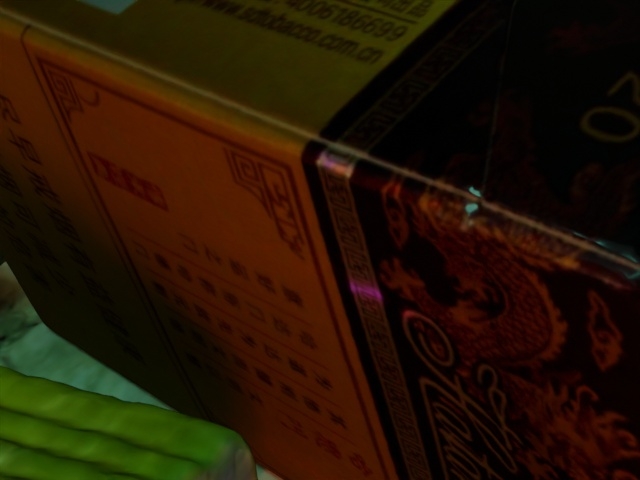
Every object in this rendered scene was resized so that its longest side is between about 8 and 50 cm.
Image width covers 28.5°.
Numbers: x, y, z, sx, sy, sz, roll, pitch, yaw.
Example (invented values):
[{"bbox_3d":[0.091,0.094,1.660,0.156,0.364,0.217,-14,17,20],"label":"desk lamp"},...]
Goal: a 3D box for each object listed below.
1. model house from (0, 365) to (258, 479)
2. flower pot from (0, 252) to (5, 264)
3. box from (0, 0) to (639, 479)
[{"bbox_3d":[-0.171,0.156,0.461,0.237,0.215,0.303,10,46,26],"label":"model house"},{"bbox_3d":[-0.290,-0.006,0.668,0.212,0.212,0.203,27,51,35],"label":"flower pot"},{"bbox_3d":[0.000,0.001,0.525,0.415,0.264,0.116,24,56,37],"label":"box"}]
